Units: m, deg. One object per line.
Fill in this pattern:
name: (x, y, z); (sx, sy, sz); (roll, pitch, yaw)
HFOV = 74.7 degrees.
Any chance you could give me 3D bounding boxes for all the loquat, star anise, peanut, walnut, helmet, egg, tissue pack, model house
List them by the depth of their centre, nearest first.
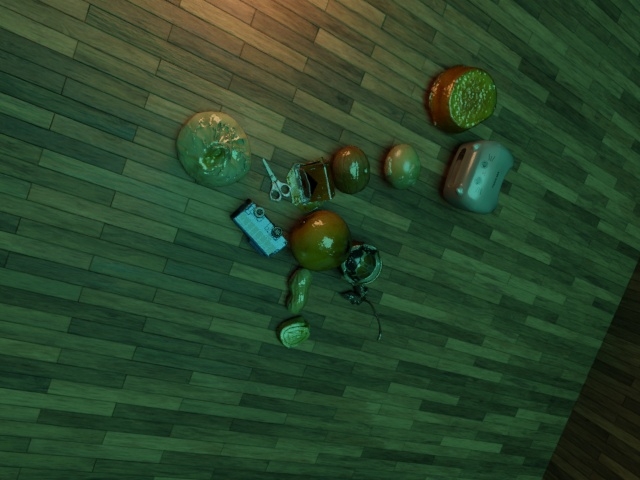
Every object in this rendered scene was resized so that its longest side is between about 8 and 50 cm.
loquat: (0.000, 0.000, 1.722); (0.262, 0.263, 0.263); (-5, 104, -21)
model house: (-0.015, -0.221, 1.733); (0.207, 0.136, 0.220); (-17, 107, -18)
walnut: (0.130, -0.295, 1.761); (0.167, 0.167, 0.207); (-11, 111, -19)
peanut: (-0.094, 0.219, 1.828); (0.098, 0.090, 0.215); (5, 99, -35)
egg: (0.361, -0.323, 1.846); (0.164, 0.164, 0.202); (-8, 112, -20)
helmet: (0.161, 0.092, 1.880); (0.224, 0.130, 0.198); (30, 94, -37)
star anise: (0.201, 0.309, 1.906); (0.148, 0.227, 0.219); (-11, 117, -26)
tissue pack: (0.718, -0.303, 1.955); (0.235, 0.229, 0.333); (18, 94, -25)

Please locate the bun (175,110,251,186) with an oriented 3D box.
bun: (-0.389, -0.336, 1.554); (0.287, 0.146, 0.288); (-4, 101, -20)

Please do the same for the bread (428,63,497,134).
bread: (0.640, -0.634, 1.880); (0.311, 0.172, 0.313); (-6, 106, -20)

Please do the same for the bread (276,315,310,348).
bread: (-0.118, 0.409, 1.877); (0.156, 0.064, 0.118); (-18, 112, -18)

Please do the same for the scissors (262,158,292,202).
scissors: (-0.192, -0.250, 1.719); (0.100, 0.015, 0.189); (-28, 105, -3)

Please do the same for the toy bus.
toy bus: (-0.246, -0.044, 1.695); (0.133, 0.116, 0.234); (-43, 112, -8)
